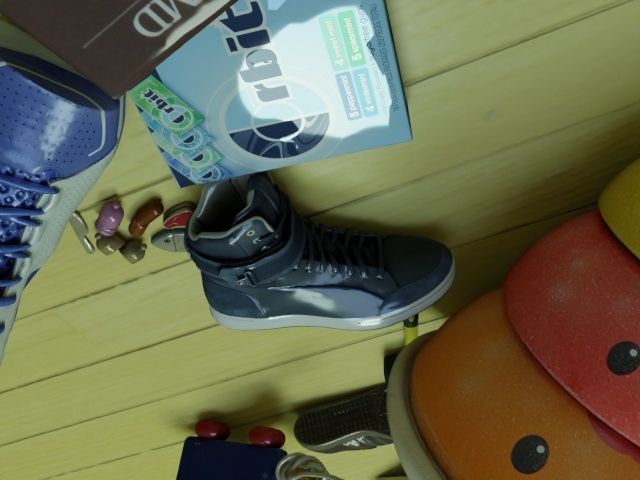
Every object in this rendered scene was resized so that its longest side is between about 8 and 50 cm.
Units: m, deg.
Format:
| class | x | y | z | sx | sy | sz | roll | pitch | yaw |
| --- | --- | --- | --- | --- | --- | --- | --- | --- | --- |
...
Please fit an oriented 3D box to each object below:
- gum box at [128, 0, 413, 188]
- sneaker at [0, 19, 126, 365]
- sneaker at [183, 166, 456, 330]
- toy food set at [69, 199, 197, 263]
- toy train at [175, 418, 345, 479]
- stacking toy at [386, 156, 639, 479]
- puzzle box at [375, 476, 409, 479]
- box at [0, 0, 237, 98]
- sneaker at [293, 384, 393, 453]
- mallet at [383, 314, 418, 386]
| class | x | y | z | sx | sy | sz | roll | pitch | yaw |
| --- | --- | --- | --- | --- | --- | --- | --- | --- | --- |
| gum box | -0.039 | -0.119 | 0.566 | 0.184 | 0.041 | 0.157 | -10 | 139 | 9 |
| sneaker | -0.250 | 0.013 | 0.598 | 0.127 | 0.182 | 0.315 | 23 | 133 | -29 |
| sneaker | -0.001 | 0.002 | 0.674 | 0.226 | 0.086 | 0.163 | -8 | 139 | 4 |
| toy food set | -0.154 | -0.008 | 0.702 | 0.122 | 0.019 | 0.078 | -8 | 139 | 5 |
| toy train | -0.035 | 0.277 | 0.933 | 0.248 | 0.105 | 0.143 | -4 | 158 | 37 |
| stacking toy | 0.291 | 0.034 | 0.630 | 0.350 | 0.350 | 0.480 | 14 | 118 | -19 |
| puzzle box | 0.308 | 0.387 | 1.097 | 0.409 | 0.052 | 0.272 | 25 | 152 | -29 |
| box | -0.165 | -0.254 | 0.333 | 0.191 | 0.143 | 0.381 | -31 | 134 | 27 |
| sneaker | 0.066 | 0.210 | 0.948 | 0.188 | 0.066 | 0.071 | -10 | 156 | 15 |
| mallet | 0.101 | 0.088 | 0.821 | 0.062 | 0.039 | 0.189 | -1 | 135 | -3 |
